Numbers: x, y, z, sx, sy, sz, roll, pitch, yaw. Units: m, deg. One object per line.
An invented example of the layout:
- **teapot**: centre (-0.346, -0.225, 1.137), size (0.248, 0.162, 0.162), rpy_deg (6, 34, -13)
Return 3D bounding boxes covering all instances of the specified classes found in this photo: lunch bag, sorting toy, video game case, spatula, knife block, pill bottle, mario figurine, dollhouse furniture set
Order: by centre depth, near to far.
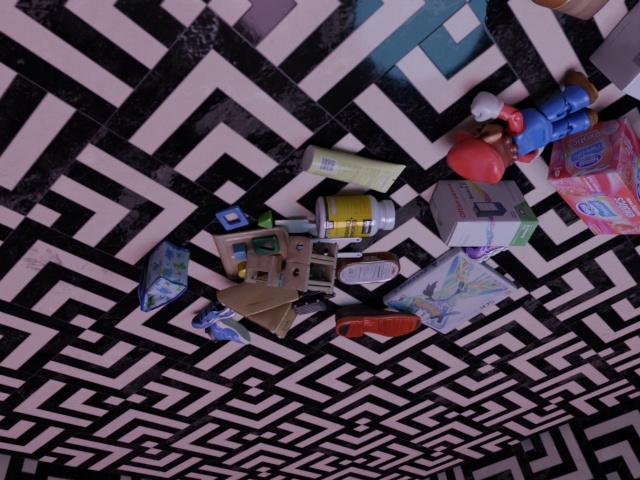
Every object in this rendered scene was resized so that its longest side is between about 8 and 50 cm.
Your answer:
- **mario figurine**: centre (0.419, -0.251, 1.088), size (0.320, 0.170, 0.198), rpy_deg (-26, 100, 3)
- **pill bottle**: centre (0.083, -0.059, 1.213), size (0.184, 0.103, 0.103), rpy_deg (-3, 137, -7)
- **dollhouse furniture set**: centre (-0.071, 0.054, 1.237), size (0.183, 0.129, 0.129), rpy_deg (5, 175, 33)
- **lunch bag**: centre (-0.410, 0.095, 1.268), size (0.096, 0.129, 0.151), rpy_deg (27, 128, -32)
- **sorting toy**: centre (-0.170, 0.046, 1.308), size (0.195, 0.047, 0.348), rpy_deg (-5, 138, 3)
- **spatula**: centre (0.000, 0.000, 1.321), size (0.241, 0.019, 0.168), rpy_deg (-2, 136, -6)
- **knife block**: centre (-0.104, 0.123, 1.338), size (0.275, 0.242, 0.088), rpy_deg (24, 164, 20)
- **video game case**: centre (0.412, 0.169, 1.570), size (0.329, 0.036, 0.300), rpy_deg (29, 125, -34)

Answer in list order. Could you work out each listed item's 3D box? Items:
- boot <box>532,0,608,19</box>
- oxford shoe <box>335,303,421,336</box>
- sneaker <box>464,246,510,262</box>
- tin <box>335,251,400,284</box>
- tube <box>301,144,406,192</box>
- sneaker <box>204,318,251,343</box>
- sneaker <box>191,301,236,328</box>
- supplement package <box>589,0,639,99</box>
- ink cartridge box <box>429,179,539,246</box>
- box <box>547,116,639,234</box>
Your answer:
- **boot**: centre (0.435, -0.520, 0.798), size (0.220, 0.109, 0.283), rpy_deg (15, 139, -20)
- **oxford shoe**: centre (0.179, 0.238, 1.556), size (0.271, 0.098, 0.097), rpy_deg (2, 128, -7)
- **sneaker**: centre (0.481, -0.002, 1.380), size (0.169, 0.068, 0.071), rpy_deg (-33, 106, 10)
- **tin**: centre (0.137, 0.082, 1.427), size (0.189, 0.040, 0.106), rpy_deg (-4, 142, -6)
- **tube**: centre (0.075, -0.163, 1.140), size (0.240, 0.062, 0.070), rpy_deg (9, 178, -26)
- **sneaker**: centre (-0.294, 0.292, 1.552), size (0.084, 0.058, 0.152), rpy_deg (-36, 128, 18)
- **sneaker**: centre (-0.321, 0.213, 1.471), size (0.144, 0.053, 0.059), rpy_deg (-23, 137, 2)
- **supplement package**: centre (0.701, -0.348, 0.993), size (0.244, 0.134, 0.139), rpy_deg (12, 134, -23)
- **ink cartridge box**: centre (0.396, -0.068, 1.224), size (0.212, 0.154, 0.093), rpy_deg (-1, 137, -9)
- **box**: centre (0.679, -0.137, 1.173), size (0.300, 0.142, 0.154), rpy_deg (31, 160, -36)
